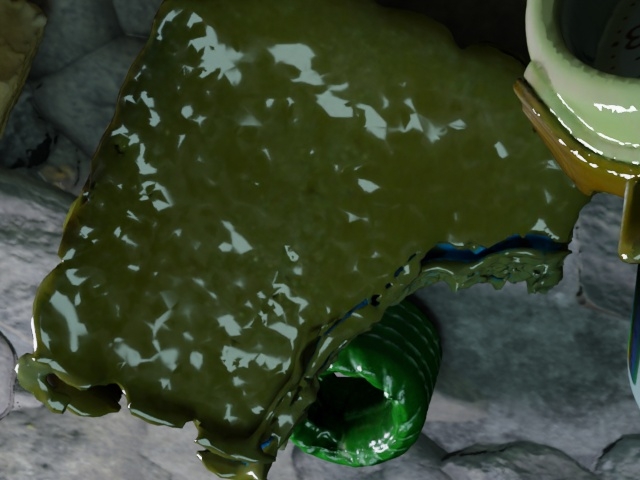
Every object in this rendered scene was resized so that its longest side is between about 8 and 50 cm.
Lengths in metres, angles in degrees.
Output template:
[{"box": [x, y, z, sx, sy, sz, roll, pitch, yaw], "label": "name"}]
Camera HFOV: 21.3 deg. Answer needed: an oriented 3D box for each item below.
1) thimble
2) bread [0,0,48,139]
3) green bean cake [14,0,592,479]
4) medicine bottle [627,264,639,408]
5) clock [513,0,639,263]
[{"box": [0.024, 0.100, 1.241, 0.130, 0.090, 0.118, -19, 125, 33], "label": "thimble"}, {"box": [-0.331, -0.111, 1.154, 0.246, 0.111, 0.239, 29, 132, -5], "label": "bread"}, {"box": [0.000, 0.000, 1.042, 0.285, 0.202, 0.310, 27, 95, -3], "label": "green bean cake"}, {"box": [0.238, -0.001, 1.044, 0.083, 0.121, 0.229, 10, 134, 12], "label": "medicine bottle"}, {"box": [0.233, -0.109, 0.782, 0.286, 0.348, 0.117, -16, 125, 32], "label": "clock"}]
